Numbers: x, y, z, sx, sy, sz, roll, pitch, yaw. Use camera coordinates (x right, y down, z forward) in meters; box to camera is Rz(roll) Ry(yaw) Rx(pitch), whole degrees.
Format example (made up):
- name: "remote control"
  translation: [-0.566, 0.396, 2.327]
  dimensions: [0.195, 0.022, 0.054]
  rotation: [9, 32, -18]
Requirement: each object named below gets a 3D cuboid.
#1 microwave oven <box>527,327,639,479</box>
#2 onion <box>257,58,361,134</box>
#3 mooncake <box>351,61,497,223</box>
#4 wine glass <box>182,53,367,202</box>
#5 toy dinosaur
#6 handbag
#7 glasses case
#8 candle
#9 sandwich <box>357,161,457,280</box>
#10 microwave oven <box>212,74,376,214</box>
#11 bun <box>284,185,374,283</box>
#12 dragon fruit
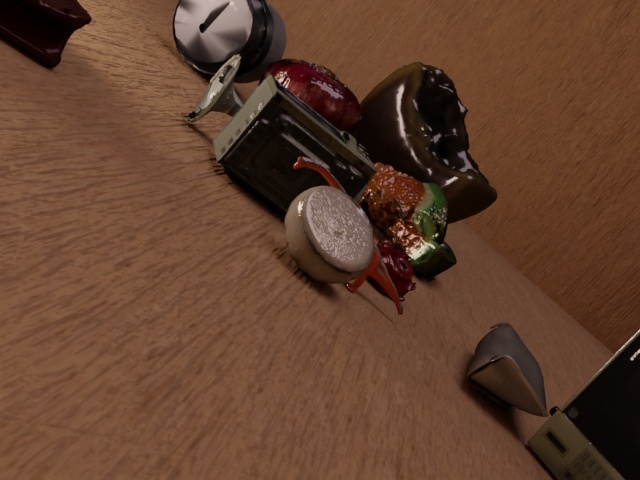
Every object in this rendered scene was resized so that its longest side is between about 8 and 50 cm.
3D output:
- name: "microwave oven"
  translation: [0.551, 0.253, 1.341]
  dimensions: [0.333, 0.394, 0.247]
  rotation: [31, 16, -44]
- name: "onion"
  translation: [-0.030, -0.299, 2.045]
  dimensions: [0.246, 0.190, 0.246]
  rotation: [35, 10, -7]
- name: "mooncake"
  translation: [0.273, -0.240, 2.314]
  dimensions: [0.393, 0.394, 0.246]
  rotation: [19, -4, 28]
- name: "wine glass"
  translation: [-0.066, -0.162, 1.536]
  dimensions: [0.321, 0.143, 0.143]
  rotation: [40, 11, -20]
- name: "toy dinosaur"
  translation: [0.036, 0.003, 1.343]
  dimensions: [0.279, 0.101, 0.055]
  rotation: [48, -4, -24]
- name: "handbag"
  translation: [-0.438, -0.356, 1.190]
  dimensions: [0.260, 0.084, 0.275]
  rotation: [31, 14, -33]
- name: "glasses case"
  translation: [0.300, 0.214, 1.471]
  dimensions: [0.128, 0.083, 0.308]
  rotation: [48, 12, 6]
- name: "candle"
  translation: [-0.193, -0.467, 2.092]
  dimensions: [0.221, 0.221, 0.342]
  rotation: [42, 9, 6]
- name: "sandwich"
  translation: [0.193, -0.062, 1.972]
  dimensions: [0.301, 0.162, 0.250]
  rotation: [47, 8, 16]
- name: "microwave oven"
  translation: [-0.041, -0.127, 1.413]
  dimensions: [0.205, 0.163, 0.129]
  rotation: [36, 11, -22]
- name: "bun"
  translation: [0.000, 0.000, 1.262]
  dimensions: [0.138, 0.094, 0.138]
  rotation: [22, 54, -34]
- name: "dragon fruit"
  translation: [0.118, 0.046, 1.537]
  dimensions: [0.112, 0.068, 0.126]
  rotation: [44, 13, 12]
